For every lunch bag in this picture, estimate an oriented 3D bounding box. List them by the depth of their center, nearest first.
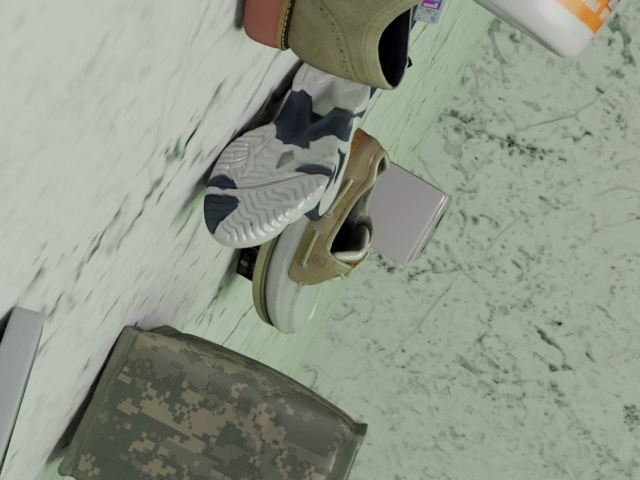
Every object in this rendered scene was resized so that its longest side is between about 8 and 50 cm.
[{"bbox_3d":[-0.084,0.191,1.213,0.287,0.235,0.169,26,88,-84],"label":"lunch bag"}]

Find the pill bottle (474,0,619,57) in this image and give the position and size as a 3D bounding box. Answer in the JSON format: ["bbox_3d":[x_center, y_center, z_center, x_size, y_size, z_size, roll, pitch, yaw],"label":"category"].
[{"bbox_3d":[0.223,-0.360,0.990,0.392,0.224,0.224,-55,175,11],"label":"pill bottle"}]

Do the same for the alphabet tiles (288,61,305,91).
[{"bbox_3d":[0.030,-0.219,1.276,0.198,0.009,0.237,-62,173,26],"label":"alphabet tiles"}]

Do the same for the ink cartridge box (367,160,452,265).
[{"bbox_3d":[0.064,-0.053,1.571,0.100,0.172,0.237,-60,174,4],"label":"ink cartridge box"}]

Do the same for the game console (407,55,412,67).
[{"bbox_3d":[0.081,-0.235,1.252,0.071,0.107,0.122,-32,178,9],"label":"game console"}]

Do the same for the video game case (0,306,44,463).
[{"bbox_3d":[-0.210,0.170,0.757,0.201,0.023,0.183,-86,-163,-49],"label":"video game case"}]

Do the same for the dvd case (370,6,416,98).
[{"bbox_3d":[0.068,-0.218,1.465,0.180,0.022,0.253,-59,177,22],"label":"dvd case"}]

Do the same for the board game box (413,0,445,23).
[{"bbox_3d":[0.124,-0.308,1.273,0.103,0.026,0.154,106,-5,-67],"label":"board game box"}]

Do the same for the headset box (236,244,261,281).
[{"bbox_3d":[-0.060,0.000,1.471,0.083,0.032,0.062,-54,172,-31],"label":"headset box"}]

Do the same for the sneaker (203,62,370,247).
[{"bbox_3d":[-0.036,-0.044,1.154,0.153,0.094,0.235,104,9,-49],"label":"sneaker"}]

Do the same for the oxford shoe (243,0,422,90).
[{"bbox_3d":[0.051,-0.231,0.794,0.123,0.130,0.348,-56,173,-32],"label":"oxford shoe"}]

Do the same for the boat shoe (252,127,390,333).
[{"bbox_3d":[0.000,0.000,1.394,0.113,0.103,0.302,-52,160,-43],"label":"boat shoe"}]
